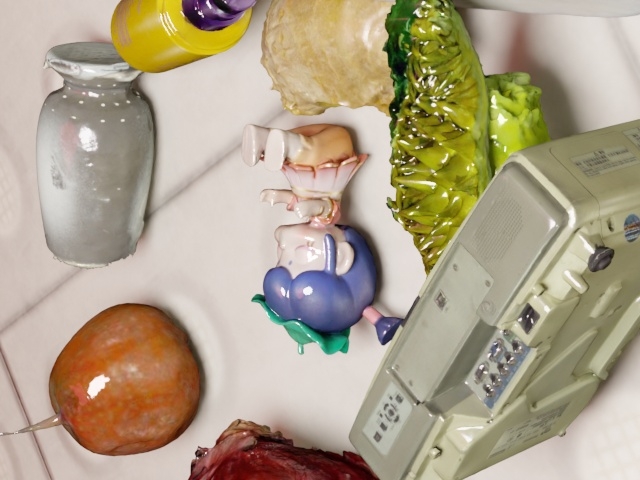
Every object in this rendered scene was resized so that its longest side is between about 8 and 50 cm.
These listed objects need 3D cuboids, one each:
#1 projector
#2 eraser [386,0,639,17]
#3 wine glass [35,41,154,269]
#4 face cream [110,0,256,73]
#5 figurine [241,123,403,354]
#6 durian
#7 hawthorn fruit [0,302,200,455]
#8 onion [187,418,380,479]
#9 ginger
[{"bbox_3d":[0.144,0.048,0.902,0.088,0.193,0.269,50,135,26],"label":"projector"},{"bbox_3d":[0.066,-0.230,0.833,0.331,0.331,0.150,7,86,48],"label":"eraser"},{"bbox_3d":[-0.214,-0.084,1.333,0.111,0.111,0.204,27,121,41],"label":"wine glass"},{"bbox_3d":[-0.105,-0.184,1.129,0.273,0.078,0.078,-175,72,-70],"label":"face cream"},{"bbox_3d":[0.000,0.000,1.129,0.111,0.102,0.195,22,117,57],"label":"figurine"},{"bbox_3d":[0.097,-0.045,0.933,0.106,0.132,0.375,32,151,30],"label":"durian"},{"bbox_3d":[-0.192,0.151,1.349,0.149,0.189,0.149,18,138,17],"label":"hawthorn fruit"},{"bbox_3d":[-0.016,0.298,1.172,0.281,0.221,0.281,58,166,24],"label":"onion"},{"bbox_3d":[0.018,-0.165,1.045,0.216,0.102,0.157,-2,94,50],"label":"ginger"}]
